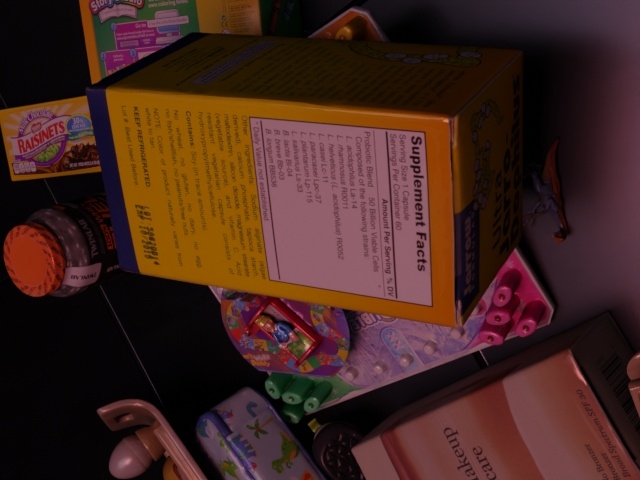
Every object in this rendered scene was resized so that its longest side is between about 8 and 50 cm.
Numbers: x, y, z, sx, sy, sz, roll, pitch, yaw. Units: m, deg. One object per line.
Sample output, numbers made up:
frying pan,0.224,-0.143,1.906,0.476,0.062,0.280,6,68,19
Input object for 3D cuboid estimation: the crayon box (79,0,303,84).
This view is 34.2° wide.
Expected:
crayon box,-0.155,-0.237,1.233,0.278,0.081,0.165,2,104,33

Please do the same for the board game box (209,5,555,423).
board game box,0.000,0.000,1.164,0.390,0.050,0.390,-27,101,36

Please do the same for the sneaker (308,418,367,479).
sneaker,0.075,0.299,1.249,0.235,0.084,0.097,51,169,-4

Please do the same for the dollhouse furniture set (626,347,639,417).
dollhouse furniture set,0.452,0.130,0.953,0.303,0.174,0.355,-18,123,18

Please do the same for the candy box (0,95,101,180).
candy box,-0.362,-0.141,1.435,0.206,0.027,0.105,-3,98,34

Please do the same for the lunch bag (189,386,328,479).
lunch bag,-0.071,0.304,1.303,0.219,0.090,0.176,52,152,11

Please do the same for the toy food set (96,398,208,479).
toy food set,-0.181,0.345,1.340,0.306,0.092,0.220,54,165,10

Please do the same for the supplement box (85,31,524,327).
supplement box,-0.007,-0.072,0.974,0.356,0.195,0.194,9,120,25

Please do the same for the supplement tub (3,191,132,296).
supplement tub,-0.303,0.004,1.335,0.117,0.190,0.117,10,109,31

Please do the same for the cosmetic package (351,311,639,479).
cosmetic package,0.198,0.212,1.095,0.296,0.129,0.153,-34,84,36

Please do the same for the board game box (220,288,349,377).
board game box,-0.049,0.106,1.195,0.168,0.033,0.133,2,117,28

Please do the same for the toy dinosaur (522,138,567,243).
toy dinosaur,0.234,-0.041,1.055,0.082,0.047,0.090,44,114,-6
